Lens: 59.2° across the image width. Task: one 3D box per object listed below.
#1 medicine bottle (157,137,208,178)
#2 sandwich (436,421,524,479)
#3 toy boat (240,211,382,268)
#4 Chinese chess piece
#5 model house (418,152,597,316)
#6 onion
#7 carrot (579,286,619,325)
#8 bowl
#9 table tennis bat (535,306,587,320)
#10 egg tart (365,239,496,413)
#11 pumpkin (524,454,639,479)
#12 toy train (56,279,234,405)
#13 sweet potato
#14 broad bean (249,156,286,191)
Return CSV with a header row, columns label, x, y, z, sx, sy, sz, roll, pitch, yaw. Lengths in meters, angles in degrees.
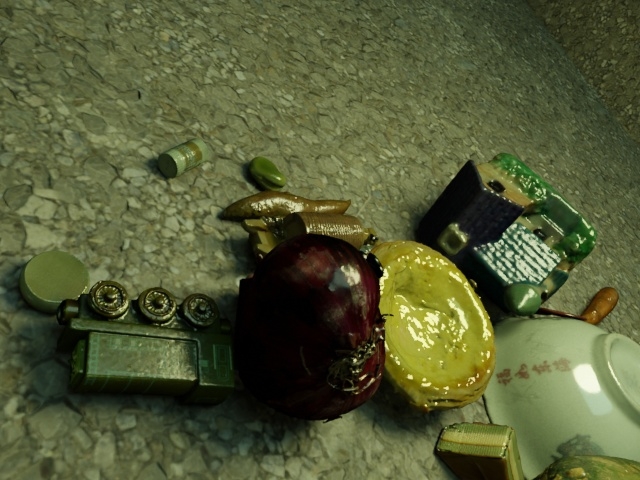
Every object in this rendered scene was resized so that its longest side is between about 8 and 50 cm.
label,x,y,z,sx,sy,sz,roll,pitch,yaw
medicine bottle,-0.236,-0.143,0.972,0.047,0.047,0.083,44,40,2
sandwich,0.272,0.391,0.938,0.079,0.114,0.163,-43,121,-50
toy boat,0.000,0.000,0.984,0.310,0.115,0.089,2,55,-38
Chinese chess piece,-0.343,0.054,0.729,0.084,0.034,0.084,20,48,-24
model house,0.378,-0.003,1.185,0.312,0.245,0.280,49,34,18
onion,-0.013,0.111,0.765,0.221,0.281,0.280,-22,70,-22
carrot,0.702,0.178,1.435,0.248,0.059,0.059,-23,72,-43
bowl,0.534,0.300,1.088,0.435,0.196,0.434,21,44,-22
table tennis bat,0.513,0.161,1.240,0.098,0.155,0.019,13,86,-15
egg tart,0.164,0.150,0.975,0.315,0.120,0.314,17,53,-24
pumpkin,0.421,0.457,0.813,0.328,0.257,0.291,28,58,-29
toy train,-0.218,0.134,0.718,0.226,0.090,0.137,12,53,-31
sweet potato,-0.048,-0.058,1.034,0.274,0.067,0.067,-3,58,-36
broad bean,-0.102,-0.127,1.069,0.063,0.045,0.083,-19,61,-47
